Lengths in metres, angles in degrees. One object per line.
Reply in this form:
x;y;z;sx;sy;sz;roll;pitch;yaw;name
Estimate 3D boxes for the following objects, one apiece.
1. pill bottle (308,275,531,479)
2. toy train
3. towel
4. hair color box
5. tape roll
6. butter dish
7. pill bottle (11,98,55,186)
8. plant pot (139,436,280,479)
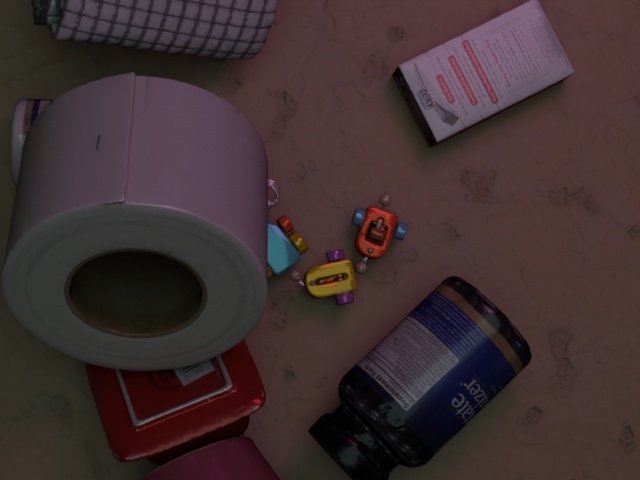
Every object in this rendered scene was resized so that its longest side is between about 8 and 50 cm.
0.097;0.150;1.517;0.219;0.123;0.123;-44;89;-6;pill bottle
0.000;0.000;1.565;0.166;0.046;0.125;15;81;-5;toy train
-0.148;-0.330;1.477;0.235;0.121;0.283;4;111;-28;towel
0.172;-0.177;1.588;0.167;0.053;0.093;-26;88;-7;hair color box
-0.171;-0.012;1.428;0.246;0.246;0.169;2;49;-4;tape roll
-0.137;0.165;1.508;0.160;0.118;0.160;-22;45;-6;butter dish
-0.225;-0.095;1.531;0.169;0.094;0.094;2;84;-4;pill bottle
-0.091;0.299;1.463;0.201;0.201;0.180;-22;74;-6;plant pot
